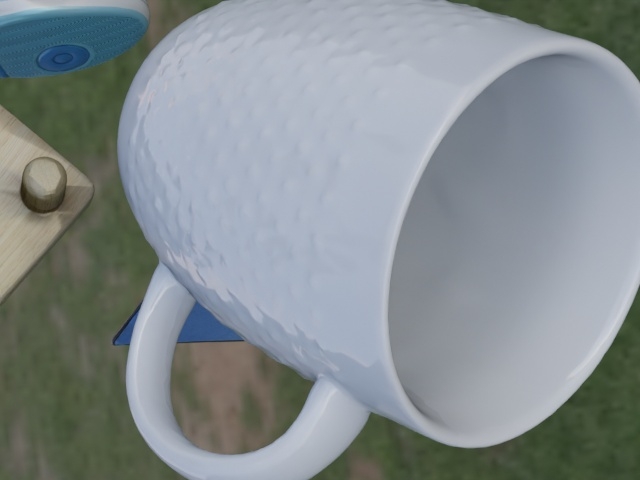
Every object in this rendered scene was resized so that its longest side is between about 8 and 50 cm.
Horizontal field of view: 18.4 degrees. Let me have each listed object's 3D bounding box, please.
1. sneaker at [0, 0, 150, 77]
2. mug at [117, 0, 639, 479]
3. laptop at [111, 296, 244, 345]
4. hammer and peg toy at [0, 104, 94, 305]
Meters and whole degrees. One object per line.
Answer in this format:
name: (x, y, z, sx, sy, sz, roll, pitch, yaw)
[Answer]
sneaker: (-0.327, -0.264, 1.889, 0.127, 0.319, 0.208, 86, 178, -66)
mug: (0.000, 0.000, 1.363, 0.328, 0.276, 0.374, 23, 81, 42)
laptop: (0.098, 0.031, 1.810, 0.408, 0.382, 0.236, 16, 99, 37)
hammer and peg toy: (-0.392, 0.006, 1.579, 0.266, 0.361, 0.127, 40, 163, 1)
